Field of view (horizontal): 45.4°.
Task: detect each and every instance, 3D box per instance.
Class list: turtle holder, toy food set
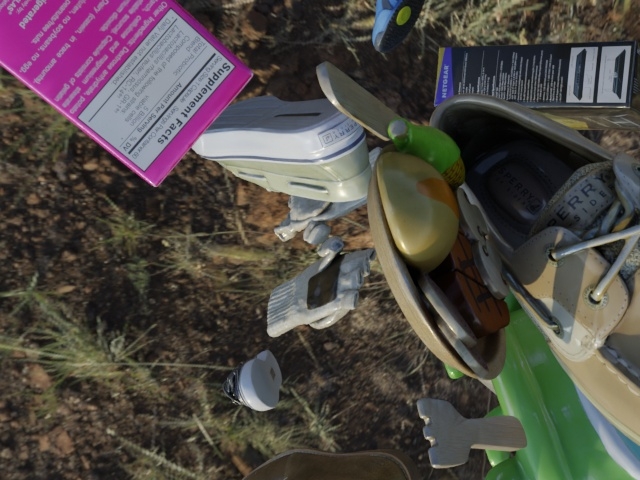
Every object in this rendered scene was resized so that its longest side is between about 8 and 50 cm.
[{"bbox_3d":[0.250,0.149,0.686,0.228,0.320,0.243,-20,113,10],"label":"turtle holder"},{"bbox_3d":[0.065,0.005,0.366,0.039,0.132,0.192,-26,66,26],"label":"toy food set"}]

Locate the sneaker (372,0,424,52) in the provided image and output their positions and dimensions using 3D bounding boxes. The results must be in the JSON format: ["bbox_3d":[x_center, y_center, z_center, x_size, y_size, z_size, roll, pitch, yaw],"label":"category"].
[{"bbox_3d":[0.121,-0.400,1.193,0.082,0.069,0.209,36,118,30],"label":"sneaker"}]

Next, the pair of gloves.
[{"bbox_3d":[0.000,0.000,1.019,0.204,0.042,0.240,-18,56,46],"label":"pair of gloves"}]

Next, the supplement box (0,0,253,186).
[{"bbox_3d":[-0.168,-0.155,0.545,0.220,0.111,0.114,42,94,-20],"label":"supplement box"}]

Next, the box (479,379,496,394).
[{"bbox_3d":[0.357,0.219,1.153,0.121,0.311,0.148,-55,33,-11],"label":"box"}]

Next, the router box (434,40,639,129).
[{"bbox_3d":[0.330,-0.202,1.041,0.243,0.309,0.080,7,95,32],"label":"router box"}]

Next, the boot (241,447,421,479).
[{"bbox_3d":[-0.027,0.328,0.985,0.305,0.115,0.112,-23,75,37],"label":"boot"}]

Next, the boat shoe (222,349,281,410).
[{"bbox_3d":[-0.112,0.220,1.185,0.076,0.228,0.080,-24,93,3],"label":"boat shoe"}]

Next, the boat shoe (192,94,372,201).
[{"bbox_3d":[-0.055,-0.096,0.831,0.109,0.302,0.094,-31,115,-23],"label":"boat shoe"}]

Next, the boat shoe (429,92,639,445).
[{"bbox_3d":[0.147,0.008,0.400,0.109,0.098,0.302,-40,37,6],"label":"boat shoe"}]
